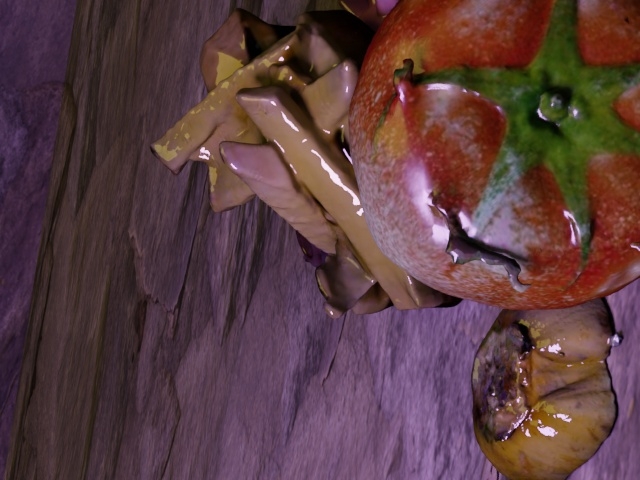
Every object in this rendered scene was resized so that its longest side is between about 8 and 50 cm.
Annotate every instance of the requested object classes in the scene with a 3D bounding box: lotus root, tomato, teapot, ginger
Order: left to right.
[{"bbox_3d":[-0.021,-0.053,1.616,0.413,0.211,0.358,43,147,50],"label":"ginger"},{"bbox_3d":[0.000,0.000,1.885,0.068,0.045,0.100,62,161,21],"label":"teapot"},{"bbox_3d":[0.188,0.127,1.366,0.204,0.078,0.183,-60,32,39],"label":"lotus root"},{"bbox_3d":[0.172,-0.086,1.205,0.239,0.303,0.304,86,-171,-85],"label":"tomato"}]

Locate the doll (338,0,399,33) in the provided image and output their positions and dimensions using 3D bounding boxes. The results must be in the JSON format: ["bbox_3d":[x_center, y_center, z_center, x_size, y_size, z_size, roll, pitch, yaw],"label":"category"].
[{"bbox_3d":[0.080,-0.183,1.670,0.262,0.093,0.211,-2,105,70],"label":"doll"}]
